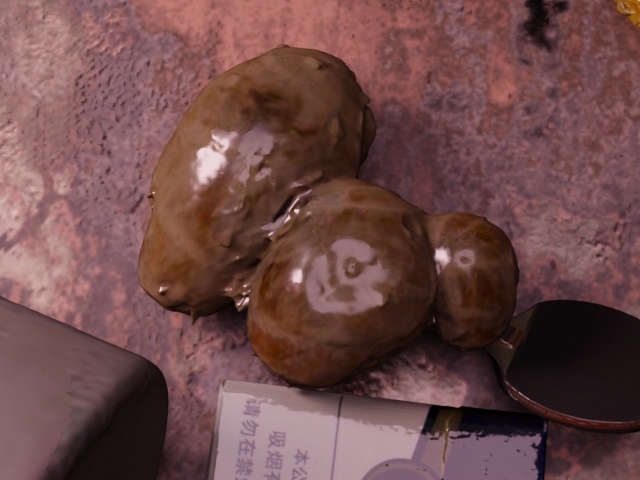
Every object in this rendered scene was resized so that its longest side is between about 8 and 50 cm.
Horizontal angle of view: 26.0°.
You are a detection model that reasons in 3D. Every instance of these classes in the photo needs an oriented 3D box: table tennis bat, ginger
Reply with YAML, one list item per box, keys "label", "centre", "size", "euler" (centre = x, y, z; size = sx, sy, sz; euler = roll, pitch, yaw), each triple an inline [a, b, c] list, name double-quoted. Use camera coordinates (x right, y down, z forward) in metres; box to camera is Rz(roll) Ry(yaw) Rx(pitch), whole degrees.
- label: "table tennis bat"
  centre: [0.179, 0.087, 1.098]
  size: [0.220, 0.019, 0.130]
  euler: [17, 44, 18]
- label: "ginger"
  centre: [0.000, 0.000, 1.077]
  size: [0.304, 0.155, 0.244]
  euler: [43, 74, 14]

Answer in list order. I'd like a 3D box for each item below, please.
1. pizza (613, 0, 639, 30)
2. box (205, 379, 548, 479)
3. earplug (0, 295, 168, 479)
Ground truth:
- label: "pizza"
  centre: [0.337, -0.256, 1.186]
  size: [0.335, 0.086, 0.226]
  euler: [15, 74, 4]
- label: "box"
  centre: [0.041, 0.205, 1.065]
  size: [0.259, 0.071, 0.168]
  euler: [5, 74, 3]
- label: "earplug"
  centre: [-0.345, 0.155, 0.966]
  size: [0.394, 0.312, 0.312]
  euler: [23, 76, 8]
